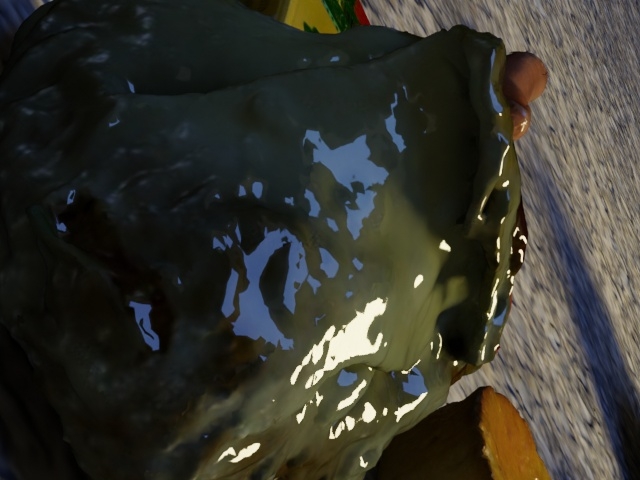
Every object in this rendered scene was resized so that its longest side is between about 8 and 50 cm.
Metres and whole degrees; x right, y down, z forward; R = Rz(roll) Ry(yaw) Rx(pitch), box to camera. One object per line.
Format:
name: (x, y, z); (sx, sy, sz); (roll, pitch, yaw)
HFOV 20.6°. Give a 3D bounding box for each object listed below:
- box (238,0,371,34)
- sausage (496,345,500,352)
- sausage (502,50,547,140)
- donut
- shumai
box: (0.000, -0.039, 0.729); (0.235, 0.034, 0.132); (-80, 146, -59)
sausage: (0.069, -0.011, 0.896); (0.048, 0.050, 0.145); (138, -61, -62)
sausage: (0.128, -0.100, 1.195); (0.186, 0.043, 0.043); (-51, 121, -71)
donut: (0.068, 0.133, 0.714); (0.152, 0.058, 0.152); (-19, 90, -74)
shumai: (0.000, 0.003, 0.496); (0.184, 0.142, 0.184); (-22, 90, -76)
